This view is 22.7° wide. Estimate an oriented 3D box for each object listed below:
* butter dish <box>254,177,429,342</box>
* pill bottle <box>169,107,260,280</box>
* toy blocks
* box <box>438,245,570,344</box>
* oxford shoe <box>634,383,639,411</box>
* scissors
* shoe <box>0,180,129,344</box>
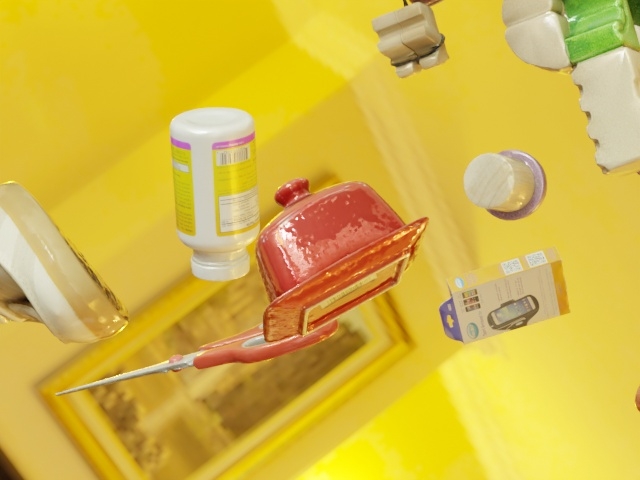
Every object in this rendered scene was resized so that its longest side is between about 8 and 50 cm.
[{"bbox_3d":[0.000,0.000,1.374,0.118,0.160,0.160,60,-10,12],"label":"butter dish"},{"bbox_3d":[-0.053,-0.023,0.814,0.043,0.043,0.083,33,-50,56],"label":"pill bottle"},{"bbox_3d":[0.239,-0.162,1.251,0.260,0.309,0.289,5,68,-60],"label":"toy blocks"},{"bbox_3d":[0.191,0.060,1.674,0.028,0.136,0.081,-104,178,-49],"label":"box"},{"bbox_3d":[0.419,0.146,1.323,0.130,0.363,0.133,-64,-143,26],"label":"oxford shoe"},{"bbox_3d":[-0.126,0.117,1.556,0.109,0.297,0.021,-101,174,-76],"label":"scissors"},{"bbox_3d":[-0.145,0.010,0.711,0.076,0.058,0.219,52,-12,-27],"label":"shoe"}]
